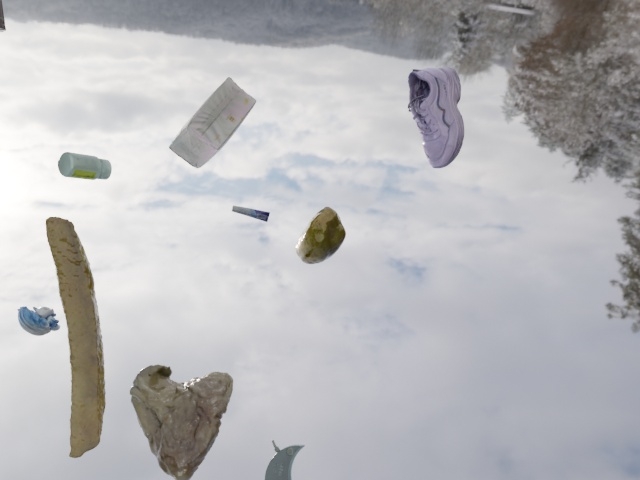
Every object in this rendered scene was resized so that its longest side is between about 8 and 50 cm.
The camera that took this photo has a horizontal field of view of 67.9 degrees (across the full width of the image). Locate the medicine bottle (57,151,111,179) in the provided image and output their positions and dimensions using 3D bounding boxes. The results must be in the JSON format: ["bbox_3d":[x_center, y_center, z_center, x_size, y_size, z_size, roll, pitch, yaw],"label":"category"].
[{"bbox_3d":[-0.443,-0.138,0.897,0.047,0.047,0.083,25,-167,31],"label":"medicine bottle"}]

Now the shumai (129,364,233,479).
[{"bbox_3d":[-0.420,0.483,1.331,0.263,0.267,0.314,29,-135,-18],"label":"shumai"}]

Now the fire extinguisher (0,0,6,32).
[{"bbox_3d":[-0.747,-0.555,1.075,0.064,0.158,0.043,-2,-175,43],"label":"fire extinguisher"}]

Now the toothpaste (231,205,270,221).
[{"bbox_3d":[-0.155,-0.061,1.056,0.083,0.024,0.015,12,-163,-16],"label":"toothpaste"}]

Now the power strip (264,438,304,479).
[{"bbox_3d":[-0.096,0.681,1.372,0.137,0.044,0.215,-16,-112,2],"label":"power strip"}]

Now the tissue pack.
[{"bbox_3d":[-0.326,-0.351,1.441,0.124,0.185,0.225,39,-120,-19],"label":"tissue pack"}]

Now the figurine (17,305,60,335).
[{"bbox_3d":[-0.735,0.200,1.231,0.114,0.079,0.114,30,167,8],"label":"figurine"}]

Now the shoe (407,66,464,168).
[{"bbox_3d":[0.267,-0.297,1.143,0.138,0.244,0.095,-6,-173,-34],"label":"shoe"}]

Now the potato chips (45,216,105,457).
[{"bbox_3d":[-0.422,0.160,0.836,0.057,0.406,0.080,-7,177,-6],"label":"potato chips"}]

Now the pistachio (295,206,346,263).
[{"bbox_3d":[-0.001,0.001,1.197,0.100,0.189,0.110,38,-135,0],"label":"pistachio"}]
